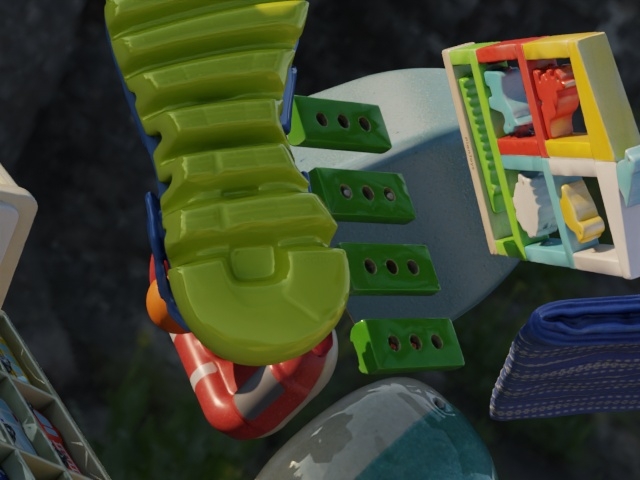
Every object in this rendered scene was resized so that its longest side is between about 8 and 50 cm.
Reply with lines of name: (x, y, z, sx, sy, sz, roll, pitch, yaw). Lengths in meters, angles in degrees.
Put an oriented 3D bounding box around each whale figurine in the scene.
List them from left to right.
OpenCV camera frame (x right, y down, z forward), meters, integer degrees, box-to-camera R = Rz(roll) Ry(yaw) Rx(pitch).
whale figurine: (0.006, 0.216, 1.121, 0.141, 0.272, 0.216, 41, 13, 13)

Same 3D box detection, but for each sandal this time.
sandal: (-0.063, -0.064, 1.064, 0.126, 0.138, 0.317, -2, 71, -9)

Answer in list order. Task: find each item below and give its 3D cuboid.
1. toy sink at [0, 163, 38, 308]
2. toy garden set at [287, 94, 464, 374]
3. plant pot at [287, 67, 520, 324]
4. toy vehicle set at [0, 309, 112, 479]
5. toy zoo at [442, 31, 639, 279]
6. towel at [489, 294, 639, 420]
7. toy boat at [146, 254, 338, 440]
toy sink: (-0.310, -0.009, 1.317, 0.152, 0.131, 0.234, 10, 22, -35)
toy garden set: (0.000, 0.000, 1.463, 0.203, 0.049, 0.244, 2, 64, -46)
plant pot: (0.110, -0.056, 2.028, 0.248, 0.252, 0.247, -107, 170, -63)
toy vehicle set: (-0.199, 0.111, 1.063, 0.267, 0.035, 0.166, 51, 9, 37)
toy zoo: (0.193, -0.071, 1.457, 0.030, 0.192, 0.293, -18, 9, -18)
towel: (0.251, 0.091, 1.268, 0.243, 0.040, 0.336, -3, -16, 0)
toy boat: (-0.096, 0.063, 1.633, 0.151, 0.151, 0.231, 21, 32, -45)
